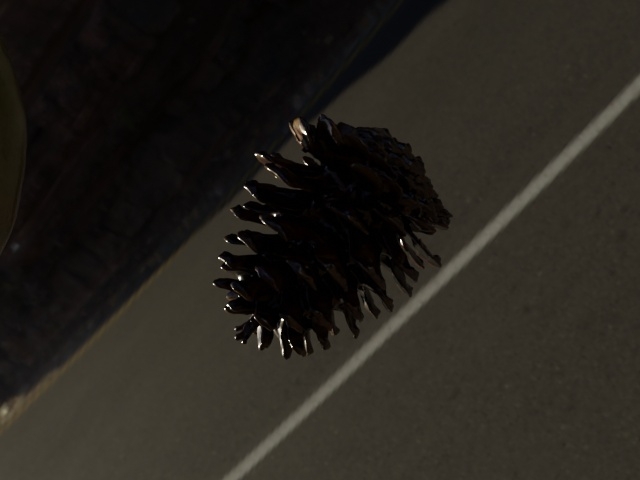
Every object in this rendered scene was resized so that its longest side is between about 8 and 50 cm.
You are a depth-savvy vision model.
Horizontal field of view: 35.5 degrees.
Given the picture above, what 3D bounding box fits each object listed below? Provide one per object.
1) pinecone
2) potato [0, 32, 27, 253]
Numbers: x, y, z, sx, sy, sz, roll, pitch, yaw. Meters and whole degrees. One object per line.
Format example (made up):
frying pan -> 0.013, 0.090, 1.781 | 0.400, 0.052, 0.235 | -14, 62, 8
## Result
pinecone -> 0.002, 0.002, 1.132 | 0.292, 0.246, 0.246 | -50, 18, -2
potato -> -0.279, -0.013, 0.340 | 0.351, 0.202, 0.218 | -17, 37, -13
